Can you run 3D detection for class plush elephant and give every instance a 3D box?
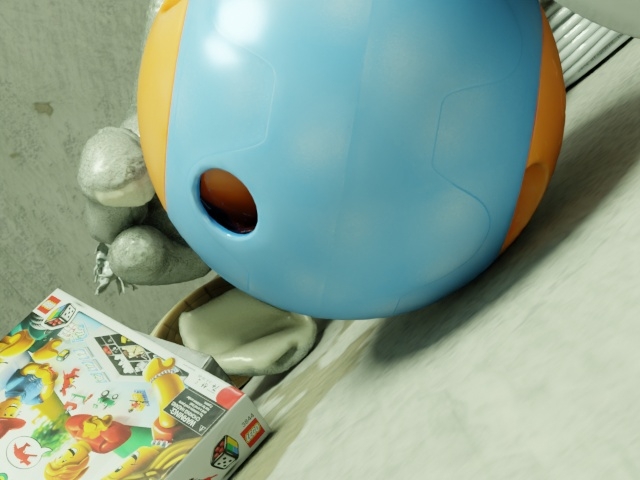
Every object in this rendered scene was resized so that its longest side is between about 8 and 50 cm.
[{"bbox_3d":[-0.076,-0.029,1.048,0.330,0.255,0.272,109,176,-47],"label":"plush elephant"}]

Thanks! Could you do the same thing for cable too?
[{"bbox_3d":[0.275,-0.244,1.175,0.257,0.089,0.257,-45,5,-6],"label":"cable"}]

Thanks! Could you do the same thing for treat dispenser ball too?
[{"bbox_3d":[0.020,-0.090,0.763,0.288,0.288,0.288,-43,5,5],"label":"treat dispenser ball"}]

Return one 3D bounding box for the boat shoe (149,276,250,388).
[{"bbox_3d":[-0.156,0.151,1.153,0.302,0.109,0.098,-53,11,-31],"label":"boat shoe"}]

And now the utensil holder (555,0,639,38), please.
[{"bbox_3d":[0.259,-0.295,0.481,0.327,0.327,0.385,-45,8,-18],"label":"utensil holder"}]

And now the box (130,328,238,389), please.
[{"bbox_3d":[-0.211,0.165,1.017,0.231,0.056,0.183,12,56,43],"label":"box"}]

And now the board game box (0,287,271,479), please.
[{"bbox_3d":[-0.204,0.159,0.920,0.193,0.053,0.305,-46,38,-22],"label":"board game box"}]
